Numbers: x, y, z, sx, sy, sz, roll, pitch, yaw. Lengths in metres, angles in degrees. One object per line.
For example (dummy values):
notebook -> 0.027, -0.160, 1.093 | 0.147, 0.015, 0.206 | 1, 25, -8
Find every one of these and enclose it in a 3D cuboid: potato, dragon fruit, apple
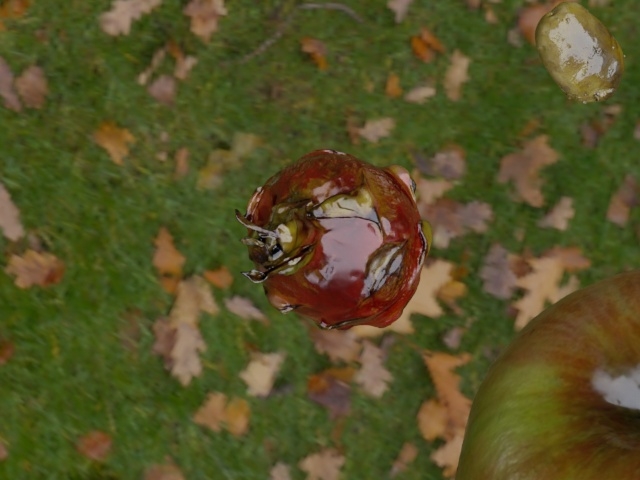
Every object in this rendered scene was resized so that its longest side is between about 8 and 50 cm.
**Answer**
potato -> 0.174, -0.125, 1.018 | 0.083, 0.040, 0.051 | 41, 70, -39
dragon fruit -> 0.000, 0.000, 1.033 | 0.125, 0.125, 0.246 | -53, 164, 15
apple -> 0.300, 0.216, 1.191 | 0.400, 0.400, 0.334 | -42, 135, -18
